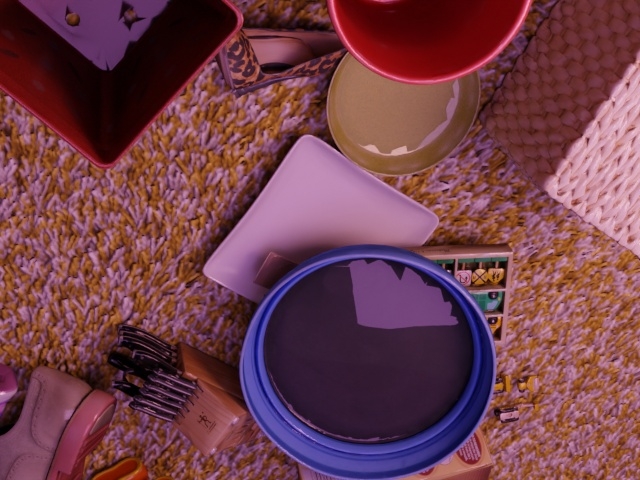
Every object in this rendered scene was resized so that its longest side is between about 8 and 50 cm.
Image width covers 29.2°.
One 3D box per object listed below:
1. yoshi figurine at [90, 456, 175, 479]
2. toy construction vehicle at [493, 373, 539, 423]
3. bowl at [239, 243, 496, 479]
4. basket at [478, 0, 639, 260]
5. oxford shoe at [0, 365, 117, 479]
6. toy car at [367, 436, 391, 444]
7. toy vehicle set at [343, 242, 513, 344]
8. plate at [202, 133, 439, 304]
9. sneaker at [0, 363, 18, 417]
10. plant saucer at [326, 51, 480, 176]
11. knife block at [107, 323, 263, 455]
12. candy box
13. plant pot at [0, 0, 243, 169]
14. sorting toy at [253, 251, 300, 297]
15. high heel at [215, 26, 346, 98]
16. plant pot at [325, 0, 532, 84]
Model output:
[{"bbox_3d":[-0.284,0.555,2.061,0.203,0.203,0.362,-10,122,10],"label":"yoshi figurine"},{"bbox_3d":[0.332,0.269,2.143,0.098,0.035,0.086,-12,108,-10],"label":"toy construction vehicle"},{"bbox_3d":[0.073,0.186,1.892,0.391,0.077,0.391,1,111,2],"label":"bowl"},{"bbox_3d":[0.449,-0.182,1.768,0.266,0.331,0.328,27,107,-22],"label":"basket"},{"bbox_3d":[-0.462,0.362,1.966,0.146,0.140,0.397,33,112,5],"label":"oxford shoe"},{"bbox_3d":[0.156,0.225,2.014,0.225,0.053,0.239,-18,89,2],"label":"toy car"},{"bbox_3d":[0.164,0.091,1.936,0.266,0.035,0.166,-3,115,-6],"label":"toy vehicle set"},{"bbox_3d":[0.000,0.000,1.915,0.277,0.045,0.278,31,106,-24],"label":"plate"},{"bbox_3d":[-0.587,0.245,1.878,0.236,0.095,0.105,6,123,-17],"label":"sneaker"},{"bbox_3d":[0.120,-0.213,1.832,0.241,0.037,0.241,-7,116,-14],"label":"plant saucer"},{"bbox_3d":[-0.209,0.225,1.971,0.088,0.242,0.275,-53,161,16],"label":"knife block"},{"bbox_3d":[0.122,0.412,2.090,0.316,0.088,0.183,-11,149,-7],"label":"candy box"},{"bbox_3d":[-0.288,-0.300,1.574,0.267,0.236,0.267,40,102,-21],"label":"plant pot"},{"bbox_3d":[-0.073,0.061,1.896,0.062,0.012,0.083,23,106,-27],"label":"sorting toy"},{"bbox_3d":[-0.050,-0.270,1.667,0.186,0.261,0.093,-21,84,1],"label":"high heel"},{"bbox_3d":[0.117,-0.373,1.638,0.274,0.243,0.275,-6,118,-11],"label":"plant pot"}]
